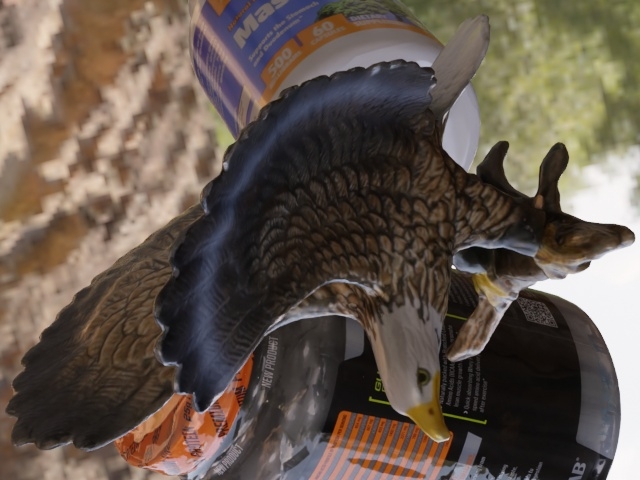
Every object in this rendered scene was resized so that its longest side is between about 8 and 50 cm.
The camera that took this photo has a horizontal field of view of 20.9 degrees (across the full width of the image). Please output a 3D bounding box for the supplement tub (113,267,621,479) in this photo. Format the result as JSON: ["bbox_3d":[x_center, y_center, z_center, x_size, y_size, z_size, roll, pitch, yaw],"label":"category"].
[{"bbox_3d":[0.031,0.109,1.253,0.338,0.207,0.207,15,177,-30],"label":"supplement tub"}]

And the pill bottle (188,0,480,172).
[{"bbox_3d":[-0.006,-0.126,1.222,0.152,0.152,0.272,-16,-146,-13],"label":"pill bottle"}]

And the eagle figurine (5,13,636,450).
[{"bbox_3d":[0.004,0.007,0.889,0.298,0.226,0.225,0,-154,-27],"label":"eagle figurine"}]
